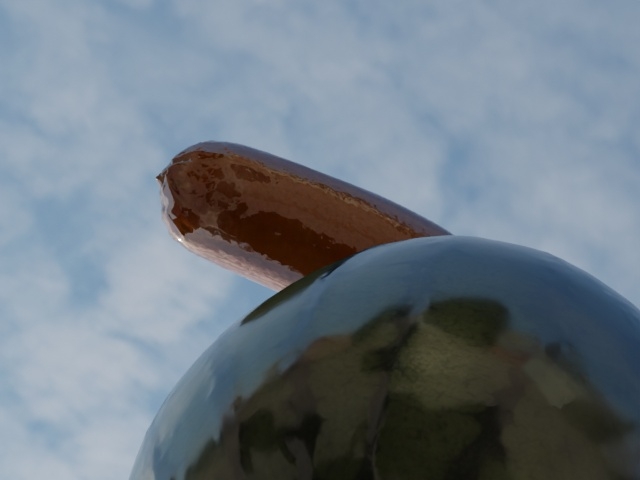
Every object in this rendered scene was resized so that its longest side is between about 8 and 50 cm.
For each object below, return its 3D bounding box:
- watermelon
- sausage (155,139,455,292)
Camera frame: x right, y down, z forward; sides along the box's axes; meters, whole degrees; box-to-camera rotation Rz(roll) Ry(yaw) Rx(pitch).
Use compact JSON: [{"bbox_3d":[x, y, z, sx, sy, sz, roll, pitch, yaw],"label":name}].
[{"bbox_3d":[0.055,0.136,0.847,0.279,0.359,0.279,3,-78,13],"label":"watermelon"},{"bbox_3d":[0.000,0.000,1.035,0.197,0.076,0.076,22,-107,-19],"label":"sausage"}]
